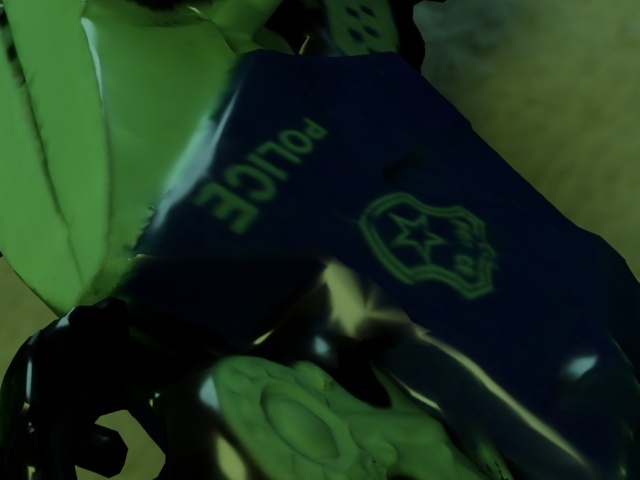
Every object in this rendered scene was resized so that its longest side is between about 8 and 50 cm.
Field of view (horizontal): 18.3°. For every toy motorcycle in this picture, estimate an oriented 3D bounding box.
[{"bbox_3d":[0.000,0.000,0.476,0.125,0.196,0.331,-51,30,22],"label":"toy motorcycle"}]
